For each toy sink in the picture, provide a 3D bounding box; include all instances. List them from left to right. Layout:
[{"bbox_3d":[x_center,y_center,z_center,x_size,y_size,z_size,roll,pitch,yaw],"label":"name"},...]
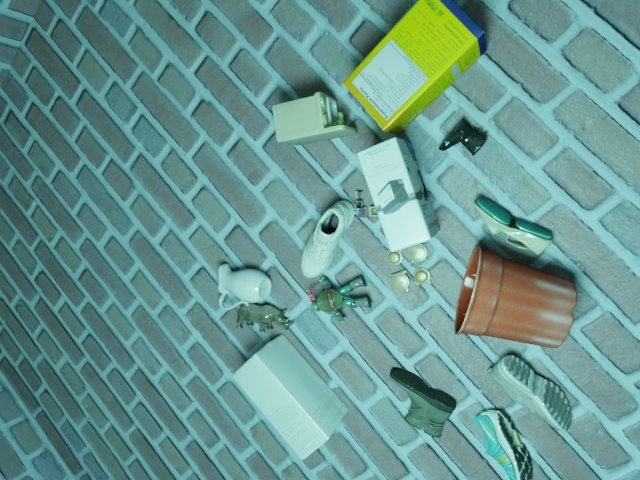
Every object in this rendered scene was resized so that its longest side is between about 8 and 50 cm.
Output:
[{"bbox_3d":[-0.015,-0.401,1.447,0.234,0.153,0.131,-5,96,24],"label":"toy sink"}]

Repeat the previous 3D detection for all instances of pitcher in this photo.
[{"bbox_3d":[-0.296,0.190,1.671,0.207,0.126,0.177,8,92,29],"label":"pitcher"}]

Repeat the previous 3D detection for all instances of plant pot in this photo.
[{"bbox_3d":[0.549,0.173,1.254,0.265,0.272,0.272,14,104,12],"label":"plant pot"}]

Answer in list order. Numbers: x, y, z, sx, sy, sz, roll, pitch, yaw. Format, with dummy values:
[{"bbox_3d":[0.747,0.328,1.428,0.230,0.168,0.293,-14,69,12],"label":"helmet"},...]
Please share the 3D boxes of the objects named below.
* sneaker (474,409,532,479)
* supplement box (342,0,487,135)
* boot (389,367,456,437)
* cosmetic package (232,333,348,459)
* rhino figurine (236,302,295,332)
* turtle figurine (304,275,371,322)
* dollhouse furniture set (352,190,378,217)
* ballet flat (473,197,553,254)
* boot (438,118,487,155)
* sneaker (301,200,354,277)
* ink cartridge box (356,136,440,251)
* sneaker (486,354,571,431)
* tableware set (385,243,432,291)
[{"bbox_3d":[0.587,0.671,1.405,0.110,0.107,0.275,-29,81,43],"label":"sneaker"},{"bbox_3d":[0.275,-0.506,1.285,0.356,0.195,0.194,-42,81,22],"label":"supplement box"},{"bbox_3d":[0.321,0.558,1.498,0.247,0.083,0.161,29,114,18],"label":"boot"},{"bbox_3d":[-0.105,0.554,1.602,0.385,0.217,0.156,46,112,12],"label":"cosmetic package"},{"bbox_3d":[-0.211,0.295,1.682,0.244,0.073,0.106,4,103,21],"label":"rhino figurine"},{"bbox_3d":[0.052,0.209,1.539,0.234,0.118,0.175,-18,91,19],"label":"turtle figurine"},{"bbox_3d":[0.162,-0.115,1.454,0.115,0.081,0.090,4,100,22],"label":"dollhouse furniture set"},{"bbox_3d":[0.555,-0.037,1.308,0.249,0.086,0.086,31,109,15],"label":"ballet flat"},{"bbox_3d":[0.433,-0.296,1.335,0.099,0.045,0.121,43,111,8],"label":"boot"},{"bbox_3d":[0.000,0.000,1.504,0.114,0.152,0.304,31,110,13],"label":"sneaker"},{"bbox_3d":[0.244,-0.141,1.338,0.129,0.223,0.307,-19,91,23],"label":"ink cartridge box"},{"bbox_3d":[0.642,0.467,1.353,0.281,0.105,0.115,46,146,6],"label":"sneaker"},{"bbox_3d":[0.293,0.088,1.466,0.141,0.020,0.168,-10,93,22],"label":"tableware set"}]
